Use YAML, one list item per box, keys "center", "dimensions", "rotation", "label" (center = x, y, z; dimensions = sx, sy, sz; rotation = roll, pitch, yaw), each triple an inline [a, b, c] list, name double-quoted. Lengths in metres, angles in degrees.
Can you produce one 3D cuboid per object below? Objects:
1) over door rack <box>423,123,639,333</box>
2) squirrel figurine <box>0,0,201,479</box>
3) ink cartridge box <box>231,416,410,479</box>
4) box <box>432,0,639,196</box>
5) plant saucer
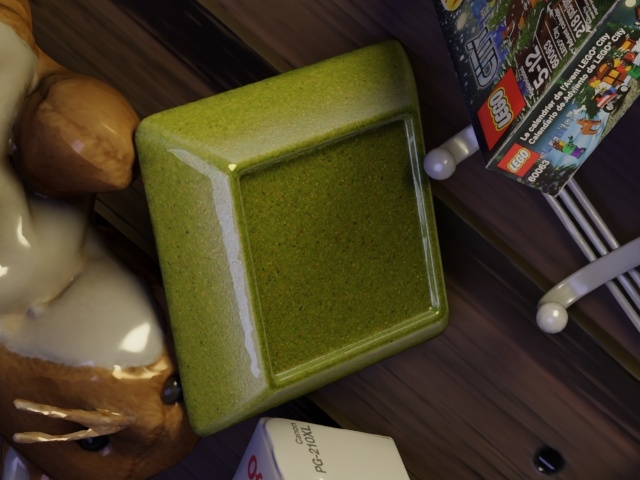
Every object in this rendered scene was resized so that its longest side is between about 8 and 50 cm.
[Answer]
- center: [0.238, -0.031, 1.005]
  dimensions: [0.324, 0.108, 0.239]
  rotation: [-33, 95, 30]
  label: "over door rack"
- center: [-0.230, -0.006, 1.164]
  dimensions: [0.370, 0.281, 0.397]
  rotation: [50, 148, -20]
  label: "squirrel figurine"
- center: [-0.018, 0.254, 1.180]
  dimensions: [0.100, 0.172, 0.237]
  rotation: [11, 121, -24]
  label: "ink cartridge box"
- center: [0.120, -0.155, 0.947]
  dimensions: [0.044, 0.233, 0.159]
  rotation: [22, 123, -25]
  label: "box"
- center: [0.000, 0.000, 1.076]
  dimensions: [0.045, 0.188, 0.188]
  rotation: [15, 119, 52]
  label: "plant saucer"
